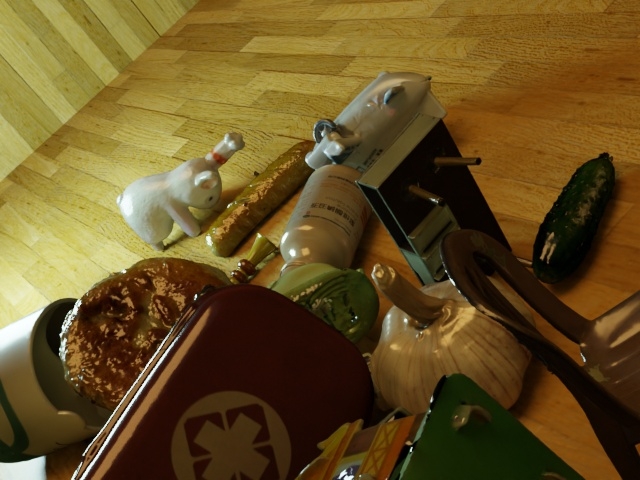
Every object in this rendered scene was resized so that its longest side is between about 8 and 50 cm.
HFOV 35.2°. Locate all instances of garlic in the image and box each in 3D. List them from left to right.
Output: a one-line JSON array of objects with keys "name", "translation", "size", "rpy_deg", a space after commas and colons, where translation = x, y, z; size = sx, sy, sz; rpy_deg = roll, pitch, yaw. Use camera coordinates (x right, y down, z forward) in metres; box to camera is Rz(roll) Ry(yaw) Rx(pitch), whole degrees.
[{"name": "garlic", "translation": [0.117, 0.091, 1.117], "size": [0.199, 0.226, 0.199], "rpy_deg": [-29, 34, 22]}]

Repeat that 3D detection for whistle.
[{"name": "whistle", "translation": [-0.126, 0.038, 1.700], "size": [0.109, 0.046, 0.057], "rpy_deg": [-48, 42, -6]}]

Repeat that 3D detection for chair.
[{"name": "chair", "translation": [0.266, 0.083, 0.827], "size": [0.183, 0.326, 0.175], "rpy_deg": [-35, 26, 11]}]

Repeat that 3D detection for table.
[{"name": "table", "translation": [0.165, -0.019, 1.215], "size": [0.121, 0.240, 0.111], "rpy_deg": [-48, 39, -16]}]

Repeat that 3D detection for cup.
[{"name": "cup", "translation": [-0.437, 0.226, 1.637], "size": [0.258, 0.219, 0.290], "rpy_deg": [-25, 0, 26]}]

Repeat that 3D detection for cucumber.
[{"name": "cucumber", "translation": [0.316, -0.034, 1.239], "size": [0.069, 0.069, 0.227], "rpy_deg": [-9, 35, 45]}]

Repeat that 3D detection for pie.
[{"name": "pie", "translation": [-0.219, 0.142, 1.431], "size": [0.315, 0.092, 0.315], "rpy_deg": [4, 46, -4]}]

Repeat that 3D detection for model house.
[{"name": "model house", "translation": [0.048, 0.343, 0.887], "size": [0.313, 0.242, 0.357], "rpy_deg": [-33, 24, 49]}]

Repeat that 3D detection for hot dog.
[{"name": "hot dog", "translation": [-0.101, -0.081, 1.836], "size": [0.286, 0.061, 0.088], "rpy_deg": [-49, 40, -17]}]

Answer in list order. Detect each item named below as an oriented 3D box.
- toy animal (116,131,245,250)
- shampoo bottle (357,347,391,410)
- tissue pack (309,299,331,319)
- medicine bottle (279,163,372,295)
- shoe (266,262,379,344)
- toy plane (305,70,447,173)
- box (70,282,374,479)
[{"name": "toy animal", "translation": [-0.253, -0.092, 1.969], "size": [0.282, 0.138, 0.140], "rpy_deg": [-21, 39, 18]}, {"name": "shampoo bottle", "translation": [0.062, 0.169, 1.272], "size": [0.049, 0.034, 0.141], "rpy_deg": [-46, 26, -7]}, {"name": "tissue pack", "translation": [-0.026, 0.114, 1.440], "size": [0.108, 0.056, 0.023], "rpy_deg": [-14, 36, 38]}, {"name": "medicine bottle", "translation": [0.000, 0.000, 1.520], "size": [0.114, 0.114, 0.252], "rpy_deg": [-18, 33, 36]}, {"name": "shoe", "translation": [-0.042, 0.126, 1.326], "size": [0.262, 0.140, 0.128], "rpy_deg": [-31, 10, -1]}, {"name": "toy plane", "translation": [0.086, -0.180, 1.650], "size": [0.267, 0.122, 0.267], "rpy_deg": [-34, -7, -5]}, {"name": "box", "translation": [-0.108, 0.242, 1.134], "size": [0.404, 0.263, 0.108], "rpy_deg": [-58, 1, -25]}]
